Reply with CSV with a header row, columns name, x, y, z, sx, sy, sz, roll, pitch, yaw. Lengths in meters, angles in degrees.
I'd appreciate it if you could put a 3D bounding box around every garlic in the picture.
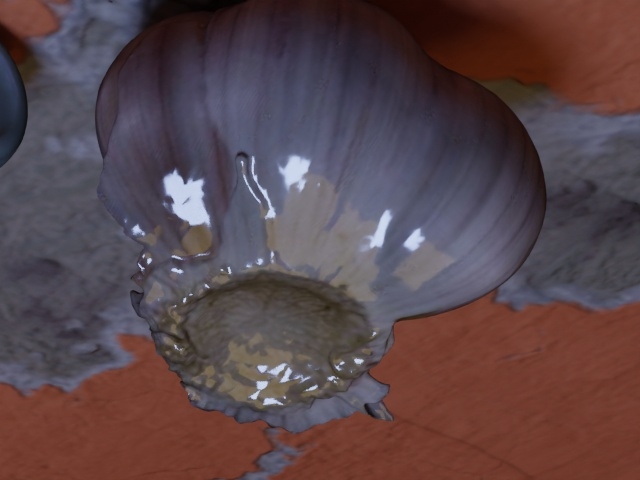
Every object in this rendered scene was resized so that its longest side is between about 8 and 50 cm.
name,x,y,z,sx,sy,sz,roll,pitch,yaw
garlic,0.000,0.000,0.944,0.207,0.207,0.257,-11,160,11

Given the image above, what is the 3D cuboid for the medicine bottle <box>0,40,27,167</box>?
name,x,y,z,sx,sy,sz,roll,pitch,yaw
medicine bottle,-0.244,-0.034,0.957,0.216,0.090,0.090,-27,141,33
